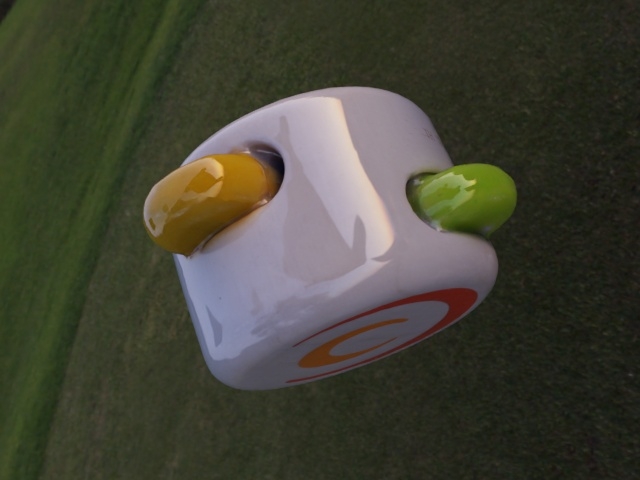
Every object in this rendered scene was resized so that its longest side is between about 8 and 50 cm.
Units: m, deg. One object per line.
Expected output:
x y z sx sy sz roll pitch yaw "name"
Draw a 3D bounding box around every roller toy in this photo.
0.000 0.000 0.451 0.191 0.209 0.146 105 147 -65 "roller toy"
